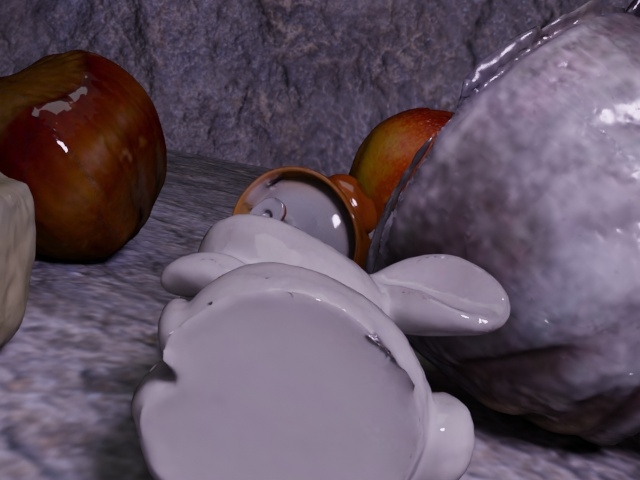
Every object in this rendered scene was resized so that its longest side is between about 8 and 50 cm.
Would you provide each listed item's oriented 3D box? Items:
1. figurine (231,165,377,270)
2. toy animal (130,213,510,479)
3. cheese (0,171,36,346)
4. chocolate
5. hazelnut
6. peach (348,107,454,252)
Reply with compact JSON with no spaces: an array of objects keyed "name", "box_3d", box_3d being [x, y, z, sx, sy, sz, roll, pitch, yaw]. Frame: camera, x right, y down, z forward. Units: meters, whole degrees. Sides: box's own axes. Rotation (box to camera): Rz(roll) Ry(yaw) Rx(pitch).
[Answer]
[{"name":"figurine","box_3d":[-0.009,0.005,0.836,0.143,0.143,0.271,12,-11,5]},{"name":"toy animal","box_3d":[0.000,0.064,0.417,0.178,0.128,0.193,14,8,8]},{"name":"cheese","box_3d":[-0.326,-0.005,0.485,0.318,0.115,0.326,3,11,-44]},{"name":"chocolate","box_3d":[0.204,0.017,0.555,0.303,0.303,0.213,0,36,-50]},{"name":"hazelnut","box_3d":[-0.261,-0.078,0.833,0.217,0.217,0.251,9,19,-14]},{"name":"peach","box_3d":[0.139,-0.051,1.007,0.230,0.231,0.231,11,9,-2]}]
